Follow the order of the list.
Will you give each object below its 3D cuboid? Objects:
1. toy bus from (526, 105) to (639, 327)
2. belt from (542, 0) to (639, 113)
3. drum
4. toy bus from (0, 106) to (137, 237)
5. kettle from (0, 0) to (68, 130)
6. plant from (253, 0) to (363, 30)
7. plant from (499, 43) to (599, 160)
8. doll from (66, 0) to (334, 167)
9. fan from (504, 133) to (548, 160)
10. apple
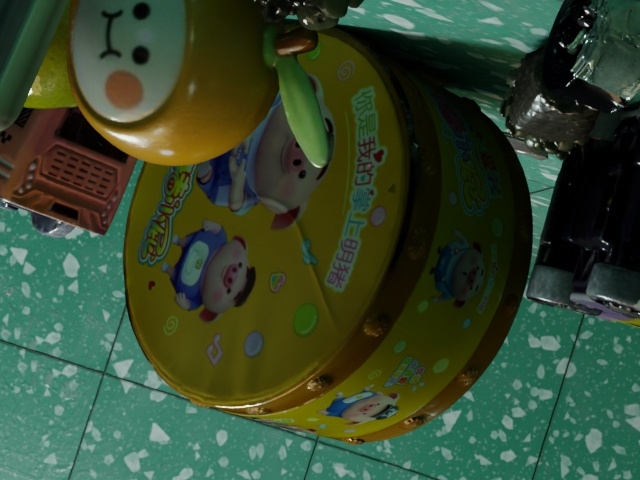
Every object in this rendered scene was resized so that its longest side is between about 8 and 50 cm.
[{"bbox_3d":[0.368,-0.006,1.591,0.249,0.209,0.440,17,177,-7],"label":"toy bus"},{"bbox_3d":[0.199,-0.146,1.190,0.058,0.105,0.140,19,166,-9],"label":"belt"},{"bbox_3d":[0.000,0.000,1.807,0.431,0.431,0.214,14,175,45],"label":"drum"},{"bbox_3d":[-0.426,-0.173,2.161,0.427,0.233,0.203,29,-177,37],"label":"toy bus"},{"bbox_3d":[-0.283,-0.213,1.409,0.211,0.243,0.160,14,174,33],"label":"kettle"},{"bbox_3d":[-0.018,-0.217,1.413,0.085,0.087,0.174,-13,166,27],"label":"plant"},{"bbox_3d":[0.211,-0.126,1.516,0.092,0.094,0.143,7,172,-2],"label":"plant"},{"bbox_3d":[-0.098,-0.170,1.510,0.236,0.213,0.213,3,171,19],"label":"doll"},{"bbox_3d":[0.154,-0.138,2.088,0.282,0.023,0.057,15,166,35],"label":"fan"},{"bbox_3d":[-0.309,-0.226,1.871,0.196,0.157,0.196,10,-170,-2],"label":"apple"}]
